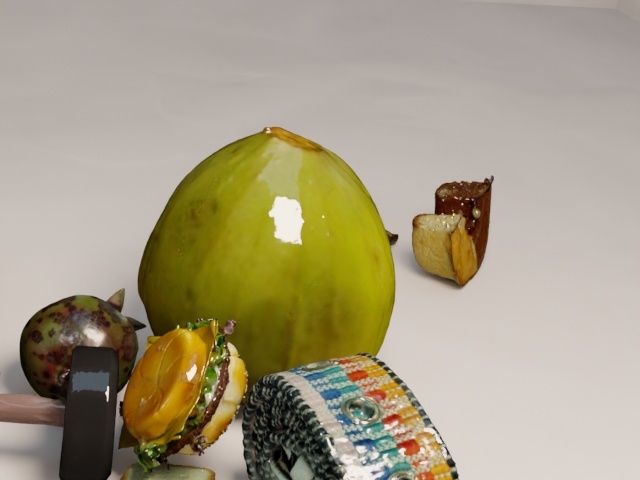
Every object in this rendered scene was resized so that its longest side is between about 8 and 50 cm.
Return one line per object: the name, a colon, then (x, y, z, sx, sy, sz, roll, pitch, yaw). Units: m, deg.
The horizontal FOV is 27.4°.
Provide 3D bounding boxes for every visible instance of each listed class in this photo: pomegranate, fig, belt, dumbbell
pomegranate: (-0.284, 0.134, 1.606, 0.148, 0.148, 0.169, 21, 15, 24)
fig: (-0.057, 0.030, 1.650, 0.343, 0.343, 0.343, 7, 25, -3)
belt: (0.045, 0.246, 1.378, 0.161, 0.206, 0.295, -9, 29, -29)
dumbbell: (-0.335, 0.187, 1.444, 0.218, 0.152, 0.152, 5, 25, -8)

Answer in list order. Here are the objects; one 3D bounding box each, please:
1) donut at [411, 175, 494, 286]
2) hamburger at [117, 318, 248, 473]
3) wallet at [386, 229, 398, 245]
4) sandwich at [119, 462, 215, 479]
donut: (0.204, -0.009, 2.070, 0.085, 0.141, 0.217, 7, 22, 21)
hamburger: (-0.150, 0.173, 1.457, 0.093, 0.189, 0.164, 34, -19, -28)
wallet: (0.000, 0.000, 2.098, 0.133, 0.039, 0.243, 33, 33, 31)
sandwich: (-0.172, 0.280, 1.435, 0.105, 0.035, 0.093, 10, 26, 5)
